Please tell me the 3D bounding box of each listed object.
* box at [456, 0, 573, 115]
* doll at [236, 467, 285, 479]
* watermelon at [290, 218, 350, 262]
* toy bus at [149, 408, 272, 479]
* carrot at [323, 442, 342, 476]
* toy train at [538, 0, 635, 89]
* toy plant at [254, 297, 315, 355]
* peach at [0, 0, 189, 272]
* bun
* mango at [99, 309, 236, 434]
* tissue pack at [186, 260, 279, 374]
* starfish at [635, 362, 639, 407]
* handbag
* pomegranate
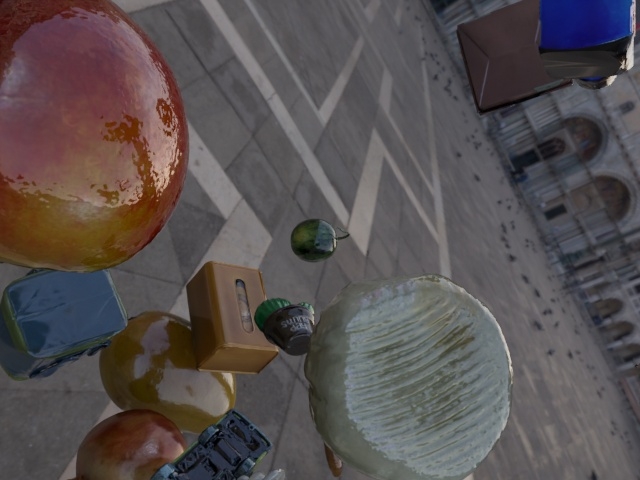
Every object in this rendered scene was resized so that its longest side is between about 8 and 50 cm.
[{"bbox_3d":[0.436,-0.419,1.288,0.086,0.215,0.215,-15,91,-68],"label":"box"},{"bbox_3d":[-0.031,0.494,0.960,0.293,0.138,0.119,29,31,25],"label":"doll"},{"bbox_3d":[0.000,0.000,1.762,0.141,0.188,0.140,-3,90,-80],"label":"watermelon"},{"bbox_3d":[-0.227,0.463,1.094,0.128,0.150,0.262,39,36,14],"label":"toy bus"},{"bbox_3d":[0.034,0.550,1.470,0.048,0.048,0.139,-26,108,-69],"label":"carrot"},{"bbox_3d":[0.276,-0.218,0.580,0.204,0.083,0.130,9,82,-61],"label":"toy train"},{"bbox_3d":[-0.075,0.183,1.308,0.200,0.143,0.105,-130,-146,-55],"label":"toy plant"},{"bbox_3d":[-0.346,-0.147,0.718,0.388,0.389,0.388,49,25,-33],"label":"peach"},{"bbox_3d":[0.141,0.231,0.978,0.364,0.365,0.219,62,-15,-3],"label":"bun"},{"bbox_3d":[-0.414,0.383,1.611,0.446,0.232,0.300,45,50,-26],"label":"mango"},{"bbox_3d":[-0.246,0.213,1.575,0.195,0.145,0.274,11,45,-35],"label":"tissue pack"},{"bbox_3d":[0.755,0.354,1.193,0.295,0.048,0.231,-7,57,-48],"label":"starfish"},{"bbox_3d":[-0.602,0.184,1.296,0.263,0.241,0.222,-24,83,-42],"label":"handbag"},{"bbox_3d":[-0.441,0.513,1.280,0.271,0.252,0.228,-9,112,-46],"label":"pomegranate"}]
